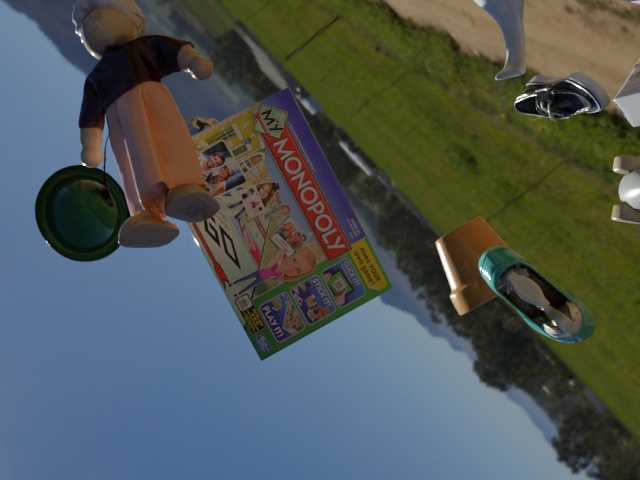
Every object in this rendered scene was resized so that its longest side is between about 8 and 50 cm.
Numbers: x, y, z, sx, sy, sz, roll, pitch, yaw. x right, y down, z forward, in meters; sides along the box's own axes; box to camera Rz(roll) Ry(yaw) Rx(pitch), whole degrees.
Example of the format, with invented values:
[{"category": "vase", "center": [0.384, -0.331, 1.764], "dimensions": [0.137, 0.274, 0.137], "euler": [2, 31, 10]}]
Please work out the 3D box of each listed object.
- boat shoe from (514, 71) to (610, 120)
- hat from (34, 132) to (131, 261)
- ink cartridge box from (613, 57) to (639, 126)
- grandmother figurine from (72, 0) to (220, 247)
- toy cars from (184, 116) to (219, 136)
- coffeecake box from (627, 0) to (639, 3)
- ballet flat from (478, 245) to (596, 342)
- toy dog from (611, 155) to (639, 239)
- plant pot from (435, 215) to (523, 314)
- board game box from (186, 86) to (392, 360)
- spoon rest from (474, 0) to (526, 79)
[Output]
[{"category": "boat shoe", "center": [0.407, -0.236, 1.337], "dimensions": [0.078, 0.070, 0.219], "euler": [47, 176, -17]}, {"category": "hat", "center": [-0.399, -0.060, 1.379], "dimensions": [0.183, 0.173, 0.208], "euler": [2, 126, 58]}, {"category": "ink cartridge box", "center": [0.680, -0.322, 1.513], "dimensions": [0.082, 0.191, 0.139], "euler": [47, 157, -19]}, {"category": "grandmother figurine", "center": [-0.222, -0.171, 0.948], "dimensions": [0.342, 0.207, 0.104], "euler": [66, -172, 23]}, {"category": "toy cars", "center": [-0.192, -0.256, 2.061], "dimensions": [0.393, 0.087, 0.176], "euler": [14, 158, -10]}, {"category": "coffeecake box", "center": [0.482, -0.439, 1.229], "dimensions": [0.142, 0.068, 0.185], "euler": [13, -178, 8]}, {"category": "ballet flat", "center": [0.350, 0.103, 1.240], "dimensions": [0.247, 0.083, 0.087], "euler": [37, -165, -16]}, {"category": "toy dog", "center": [0.760, -0.107, 1.710], "dimensions": [0.161, 0.220, 0.334], "euler": [3, -159, -1]}, {"category": "plant pot", "center": [0.383, 0.052, 1.914], "dimensions": [0.188, 0.205, 0.205], "euler": [60, -174, 8]}, {"category": "board game box", "center": [-0.065, -0.023, 1.094], "dimensions": [0.317, 0.213, 0.046], "euler": [62, 173, -5]}, {"category": "spoon rest", "center": [0.330, -0.444, 1.453], "dimensions": [0.084, 0.137, 0.276], "euler": [-37, -64, -51]}]
